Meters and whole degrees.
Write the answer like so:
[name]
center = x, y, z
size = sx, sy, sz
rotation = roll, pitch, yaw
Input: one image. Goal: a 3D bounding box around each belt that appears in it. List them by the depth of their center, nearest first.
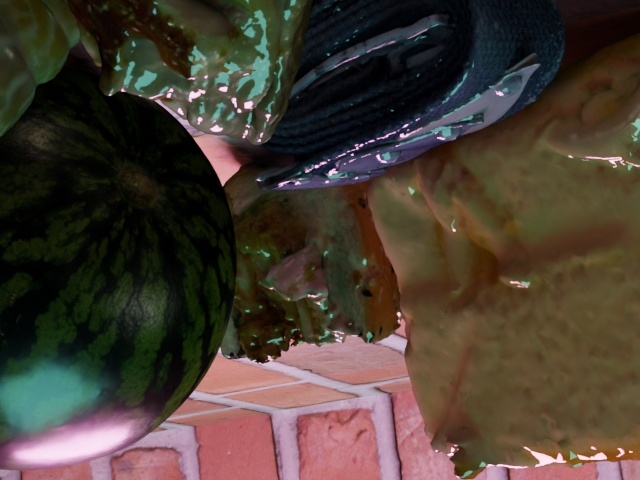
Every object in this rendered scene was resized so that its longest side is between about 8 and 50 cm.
[belt]
center = 0.056, -0.115, 0.970
size = 0.128, 0.122, 0.218
rotation = -7, 171, -43

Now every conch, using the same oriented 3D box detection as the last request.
[conch]
center = -0.235, -0.109, 0.891
size = 0.173, 0.106, 0.116
rotation = 6, 176, 5

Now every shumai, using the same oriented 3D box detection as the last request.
[shumai]
center = -0.069, -0.141, 0.779
size = 0.142, 0.184, 0.184
rotation = 18, 165, -3

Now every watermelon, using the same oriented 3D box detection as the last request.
[watermelon]
center = -0.200, 0.016, 1.044
size = 0.285, 0.285, 0.285
rotation = -7, 167, -2

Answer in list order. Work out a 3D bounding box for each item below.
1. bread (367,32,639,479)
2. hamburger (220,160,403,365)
[bread]
center = 0.274, -0.014, 1.073
size = 0.371, 0.279, 0.390
rotation = -14, 175, -42
[hamburger]
center = 0.000, 0.000, 1.333
size = 0.168, 0.192, 0.288
rotation = -4, -171, 17
